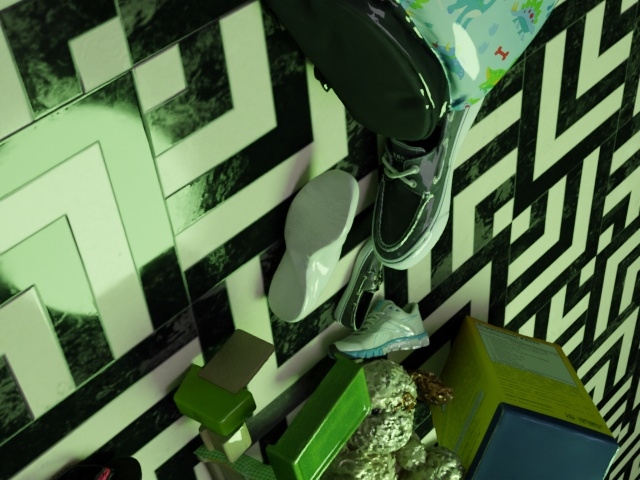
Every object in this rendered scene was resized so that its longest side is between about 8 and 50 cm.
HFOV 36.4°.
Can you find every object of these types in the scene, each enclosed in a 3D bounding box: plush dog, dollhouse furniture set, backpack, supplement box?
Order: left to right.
[{"bbox_3d":[-0.047,0.267,1.286,0.151,0.198,0.301,-51,148,-30],"label":"dollhouse furniture set"},{"bbox_3d":[0.075,0.281,1.447,0.262,0.210,0.225,-4,112,-35],"label":"plush dog"},{"bbox_3d":[0.147,-0.317,1.040,0.355,0.273,0.290,-61,142,-18],"label":"backpack"},{"bbox_3d":[0.319,0.302,1.610,0.356,0.194,0.195,-92,-159,-71],"label":"supplement box"}]

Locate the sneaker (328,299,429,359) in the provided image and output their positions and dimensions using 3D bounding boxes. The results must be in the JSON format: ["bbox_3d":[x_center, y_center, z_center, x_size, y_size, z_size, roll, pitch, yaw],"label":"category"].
[{"bbox_3d":[0.083,0.133,1.466,0.191,0.071,0.083,-9,92,-42],"label":"sneaker"}]

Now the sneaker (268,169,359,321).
[{"bbox_3d":[0.000,0.000,1.243,0.094,0.080,0.212,-22,140,-58],"label":"sneaker"}]

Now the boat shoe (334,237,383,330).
[{"bbox_3d":[0.067,0.063,1.395,0.049,0.040,0.142,6,111,-54],"label":"boat shoe"}]

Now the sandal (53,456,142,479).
[{"bbox_3d":[-0.277,0.284,1.107,0.179,0.067,0.040,-17,117,-42],"label":"sandal"}]

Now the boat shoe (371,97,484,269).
[{"bbox_3d":[0.126,-0.107,1.278,0.102,0.108,0.301,7,108,-54],"label":"boat shoe"}]
